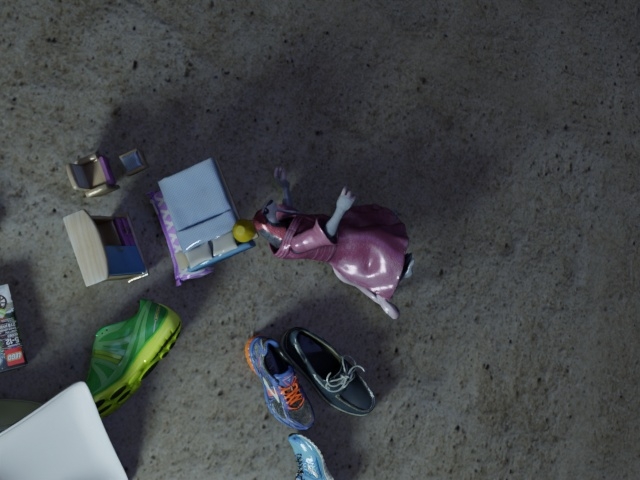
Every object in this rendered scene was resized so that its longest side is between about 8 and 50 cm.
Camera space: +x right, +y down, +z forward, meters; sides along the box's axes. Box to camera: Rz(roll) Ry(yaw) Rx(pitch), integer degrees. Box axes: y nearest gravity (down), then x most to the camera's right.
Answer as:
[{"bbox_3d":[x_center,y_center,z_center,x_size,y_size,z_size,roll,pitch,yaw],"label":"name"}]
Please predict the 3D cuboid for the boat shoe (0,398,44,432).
[{"bbox_3d":[-0.645,0.366,1.700,0.339,0.127,0.113,-8,109,-33],"label":"boat shoe"}]

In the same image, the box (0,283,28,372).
[{"bbox_3d":[-0.673,0.183,1.765,0.233,0.044,0.159,-14,83,-26],"label":"box"}]

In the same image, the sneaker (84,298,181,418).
[{"bbox_3d":[-0.398,0.235,1.856,0.123,0.109,0.295,36,67,17],"label":"sneaker"}]

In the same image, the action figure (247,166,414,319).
[{"bbox_3d":[0.000,0.000,2.056,0.370,0.248,0.276,5,102,-24],"label":"action figure"}]

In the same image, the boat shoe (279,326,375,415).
[{"bbox_3d":[0.026,0.275,2.030,0.254,0.079,0.095,47,64,-7],"label":"boat shoe"}]

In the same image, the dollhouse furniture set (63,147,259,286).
[{"bbox_3d":[-0.306,-0.076,1.825,0.303,0.198,0.287,-21,86,11],"label":"dollhouse furniture set"}]

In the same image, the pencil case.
[{"bbox_3d":[-0.284,-0.016,1.960,0.088,0.086,0.206,-16,84,-41],"label":"pencil case"}]

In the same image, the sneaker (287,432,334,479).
[{"bbox_3d":[-0.026,0.469,1.970,0.073,0.063,0.162,-28,90,-23],"label":"sneaker"}]

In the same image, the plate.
[{"bbox_3d":[-0.505,0.415,1.720,0.278,0.045,0.277,-33,129,-27],"label":"plate"}]

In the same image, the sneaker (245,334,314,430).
[{"bbox_3d":[-0.079,0.293,1.975,0.083,0.087,0.221,-33,92,-26],"label":"sneaker"}]
